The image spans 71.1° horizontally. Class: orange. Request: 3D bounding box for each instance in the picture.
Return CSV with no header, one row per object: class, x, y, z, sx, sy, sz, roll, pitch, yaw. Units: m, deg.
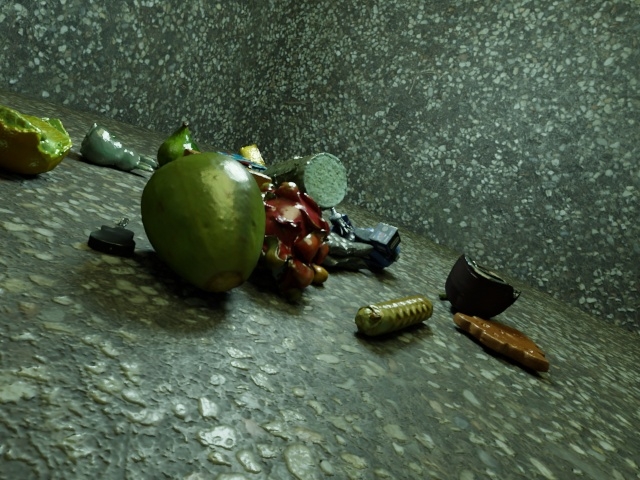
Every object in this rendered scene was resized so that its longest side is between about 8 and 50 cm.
orange,-0.759,-0.250,1.146,0.179,0.159,0.237,26,7,-13

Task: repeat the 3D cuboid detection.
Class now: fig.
fig,-0.590,-0.394,1.929,0.202,0.236,0.203,17,15,-5
fig,-0.228,-0.033,0.927,0.257,0.258,0.326,12,32,-40

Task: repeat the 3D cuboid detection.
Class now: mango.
mango,-0.009,0.094,1.244,0.059,0.046,0.089,24,-1,-1

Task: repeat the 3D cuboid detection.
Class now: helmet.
helmet,0.542,0.178,1.538,0.225,0.177,0.305,37,9,33

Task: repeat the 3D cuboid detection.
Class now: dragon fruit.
dragon fruit,-0.082,-0.011,1.119,0.307,0.243,0.228,28,-26,45

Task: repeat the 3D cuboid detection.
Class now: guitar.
guitar,-0.449,-0.020,0.996,0.088,0.025,0.233,16,13,-20

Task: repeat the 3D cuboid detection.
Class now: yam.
yam,-0.072,-0.202,1.678,0.240,0.241,0.348,14,-9,-35

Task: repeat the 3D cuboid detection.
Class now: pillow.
pillow,0.000,0.000,1.549,0.326,0.101,0.228,27,11,35

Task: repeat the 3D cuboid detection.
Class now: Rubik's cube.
Rubik's cube,-0.335,-0.239,1.804,0.182,0.184,0.187,25,11,17

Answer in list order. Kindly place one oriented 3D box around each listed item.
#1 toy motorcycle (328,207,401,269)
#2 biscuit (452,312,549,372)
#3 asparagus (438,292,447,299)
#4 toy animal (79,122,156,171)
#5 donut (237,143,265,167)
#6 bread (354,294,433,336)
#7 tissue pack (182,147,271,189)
toy motorcycle,0.145,-0.017,1.691,0.358,0.125,0.213,21,-28,38
biscuit,0.551,0.298,1.335,0.283,0.043,0.306,29,11,36
asparagus,0.458,0.204,1.644,0.025,0.021,0.108,26,12,40
toy animal,-0.730,-0.303,1.620,0.251,0.127,0.125,31,-7,-34
donut,-0.314,-0.277,1.966,0.101,0.259,0.152,-7,46,-42
bread,0.196,0.183,1.123,0.367,0.084,0.077,6,59,-58
tissue pack,-0.331,-0.169,1.474,0.274,0.195,0.145,16,13,-29
